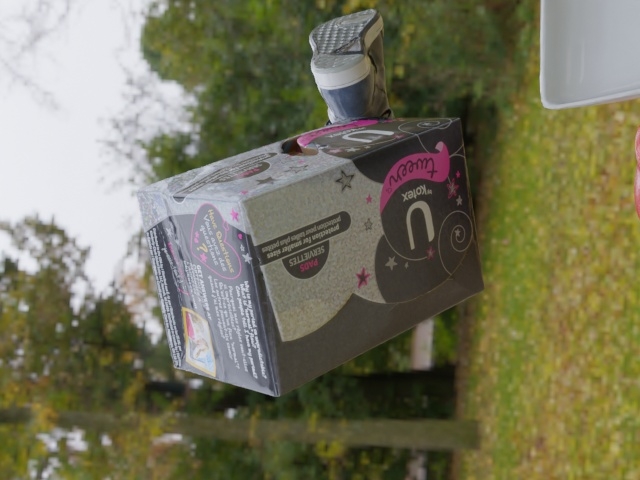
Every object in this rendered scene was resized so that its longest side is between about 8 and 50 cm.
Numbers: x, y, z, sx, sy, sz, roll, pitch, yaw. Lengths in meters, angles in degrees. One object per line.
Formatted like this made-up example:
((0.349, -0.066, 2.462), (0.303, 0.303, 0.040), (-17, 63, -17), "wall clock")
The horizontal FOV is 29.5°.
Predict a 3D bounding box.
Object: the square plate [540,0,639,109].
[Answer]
((0.369, -0.261, 1.080), (0.049, 0.347, 0.344), (59, -150, -50), "square plate")

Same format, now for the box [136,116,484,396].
((0.000, 0.000, 1.002), (0.247, 0.142, 0.163), (-23, -70, -39), "box")

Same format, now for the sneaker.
((0.046, -0.165, 1.396), (0.226, 0.086, 0.163), (-75, -31, -59), "sneaker")

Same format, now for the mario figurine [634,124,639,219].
((0.399, -0.065, 0.973), (0.320, 0.198, 0.170), (-26, 74, 48), "mario figurine")
